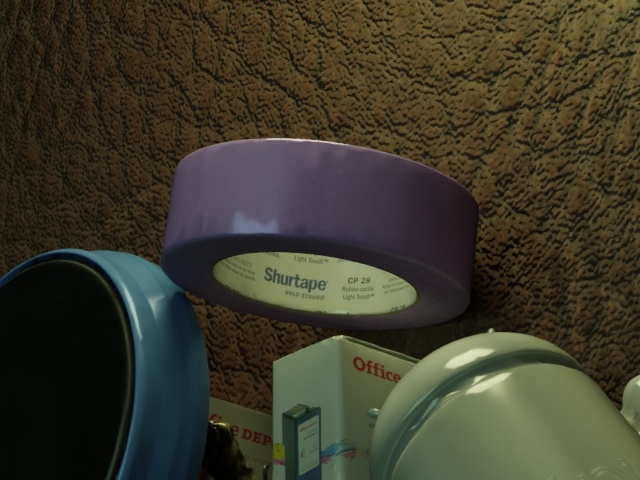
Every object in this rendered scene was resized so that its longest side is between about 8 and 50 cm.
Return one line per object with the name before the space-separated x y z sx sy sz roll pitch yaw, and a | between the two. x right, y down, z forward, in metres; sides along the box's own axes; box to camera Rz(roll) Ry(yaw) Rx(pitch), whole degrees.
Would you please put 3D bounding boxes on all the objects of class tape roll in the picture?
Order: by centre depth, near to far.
tape roll | 0.000 0.000 1.686 0.274 0.274 0.090 -10 66 45

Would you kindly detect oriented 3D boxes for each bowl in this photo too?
bowl | -0.258 0.190 1.769 0.391 0.077 0.391 -25 54 40

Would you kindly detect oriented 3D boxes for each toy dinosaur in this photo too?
toy dinosaur | -0.016 0.271 1.716 0.118 0.064 0.268 -24 87 5

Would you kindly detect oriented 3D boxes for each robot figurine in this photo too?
robot figurine | 0.165 0.207 1.467 0.300 0.200 0.353 -25 43 -12

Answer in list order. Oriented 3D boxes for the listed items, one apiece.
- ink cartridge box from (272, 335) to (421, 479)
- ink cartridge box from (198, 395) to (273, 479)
ink cartridge box | 0.042 0.206 1.637 0.093 0.154 0.212 -23 57 42
ink cartridge box | -0.148 0.263 1.806 0.168 0.171 0.233 -2 72 47
